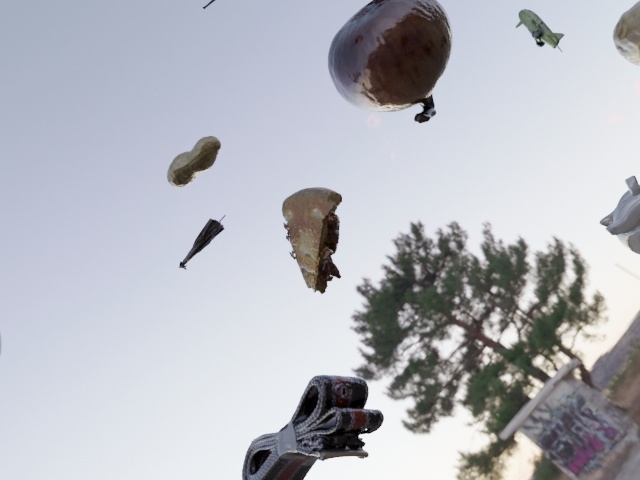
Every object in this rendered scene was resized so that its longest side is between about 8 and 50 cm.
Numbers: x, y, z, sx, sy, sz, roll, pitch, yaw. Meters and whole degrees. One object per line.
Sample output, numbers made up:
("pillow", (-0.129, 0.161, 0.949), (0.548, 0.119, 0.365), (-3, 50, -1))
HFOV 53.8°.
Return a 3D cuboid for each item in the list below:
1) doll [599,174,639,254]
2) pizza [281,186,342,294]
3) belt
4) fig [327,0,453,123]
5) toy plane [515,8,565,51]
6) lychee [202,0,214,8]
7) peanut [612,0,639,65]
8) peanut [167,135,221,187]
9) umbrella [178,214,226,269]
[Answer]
("doll", (0.505, 0.082, 0.846), (0.099, 0.384, 0.188), (-33, 4, 18))
("pizza", (0.000, 0.000, 1.140), (0.069, 0.154, 0.194), (-9, -85, -40))
("belt", (-0.028, 0.335, 1.048), (0.094, 0.126, 0.359), (9, -37, -29))
("fig", (0.129, -0.333, 1.136), (0.214, 0.235, 0.235), (25, -77, -43))
("toy plane", (0.389, -0.376, 1.125), (0.040, 0.111, 0.102), (-46, -32, 12))
("lychee", (-0.182, -0.484, 1.047), (0.140, 0.114, 0.101), (45, -123, -41))
("peanut", (0.513, -0.293, 0.854), (0.101, 0.263, 0.117), (11, -78, -22))
("peanut", (-0.151, -0.093, 0.756), (0.083, 0.037, 0.037), (-34, -25, 13))
("umbrella", (-0.141, 0.001, 0.753), (0.020, 0.031, 0.083), (37, -94, -34))
